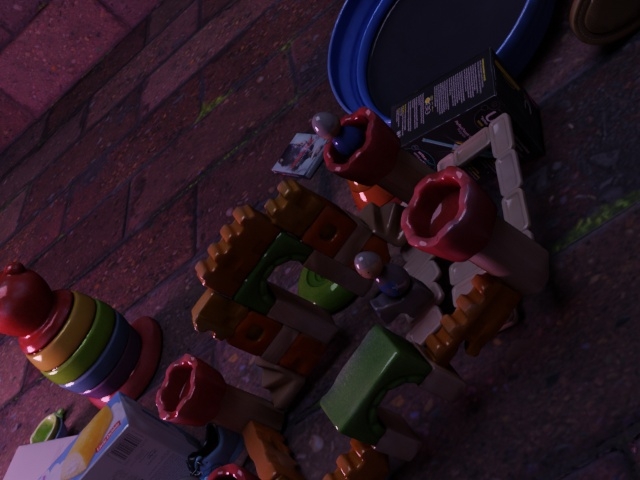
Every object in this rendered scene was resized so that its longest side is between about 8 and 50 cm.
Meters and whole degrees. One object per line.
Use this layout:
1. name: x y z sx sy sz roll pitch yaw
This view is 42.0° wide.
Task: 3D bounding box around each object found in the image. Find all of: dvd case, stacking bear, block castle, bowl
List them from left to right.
1. stacking bear: -0.418 0.147 1.359 0.175 0.289 0.164 -49 32 1
2. dvd case: -0.030 -0.150 1.462 0.087 0.013 0.119 -56 33 -11
3. block castle: -0.002 0.090 0.924 0.453 0.213 0.303 -55 31 10
4. bowl: 0.180 -0.337 1.277 0.391 0.077 0.390 -24 52 35

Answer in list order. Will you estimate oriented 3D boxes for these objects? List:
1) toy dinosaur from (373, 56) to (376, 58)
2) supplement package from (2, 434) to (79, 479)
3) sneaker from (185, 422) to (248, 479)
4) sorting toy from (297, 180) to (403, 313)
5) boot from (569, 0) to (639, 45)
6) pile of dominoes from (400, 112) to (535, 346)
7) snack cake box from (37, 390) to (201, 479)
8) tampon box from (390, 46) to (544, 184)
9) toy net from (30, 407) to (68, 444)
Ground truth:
1. toy dinosaur: 0.188 -0.382 1.414 0.211 0.064 0.112 -59 20 -21
2. supplement package: -0.395 0.372 1.269 0.179 0.105 0.105 -18 43 39
3. sneaker: -0.153 0.305 1.071 0.063 0.073 0.162 -12 47 44
4. sorting toy: 0.000 0.000 1.160 0.365 0.126 0.127 -56 32 -12
5. boot: 0.378 -0.388 1.134 0.283 0.109 0.220 -61 25 0
6. pile of dominoes: 0.176 -0.002 0.989 0.196 0.040 0.251 -36 41 39
7. snack cake box: -0.293 0.353 1.119 0.264 0.152 0.089 -48 31 1
8. tampon box: 0.188 -0.146 1.087 0.161 0.120 0.101 -27 39 31
9. toy net: -0.525 0.398 1.456 0.232 0.045 0.122 -53 32 -6
